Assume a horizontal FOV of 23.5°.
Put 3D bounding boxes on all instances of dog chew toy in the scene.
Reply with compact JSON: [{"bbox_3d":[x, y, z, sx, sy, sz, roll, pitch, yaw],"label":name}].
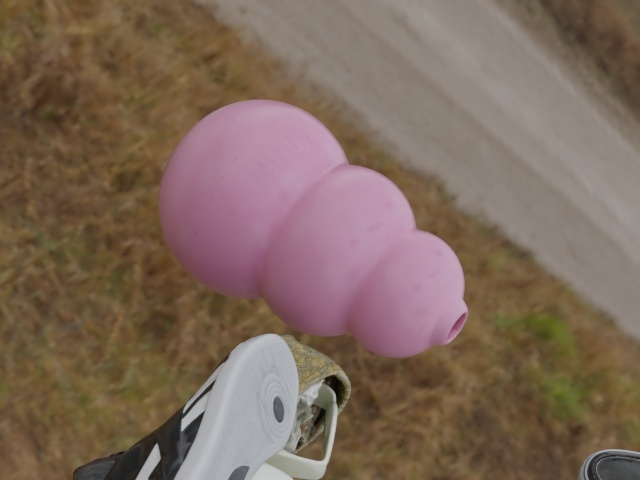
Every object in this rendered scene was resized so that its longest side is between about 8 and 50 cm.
[{"bbox_3d":[0.000,0.000,1.540,0.332,0.206,0.206,33,14,20],"label":"dog chew toy"}]

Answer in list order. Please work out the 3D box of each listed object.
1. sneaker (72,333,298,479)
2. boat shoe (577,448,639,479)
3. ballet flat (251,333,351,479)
[{"bbox_3d":[-0.100,0.139,1.041,0.079,0.121,0.217,67,28,-23],"label":"sneaker"},{"bbox_3d":[0.216,0.152,0.875,0.049,0.142,0.040,-58,162,-30],"label":"boat shoe"},{"bbox_3d":[-0.057,0.195,1.340,0.123,0.123,0.348,57,29,-12],"label":"ballet flat"}]
